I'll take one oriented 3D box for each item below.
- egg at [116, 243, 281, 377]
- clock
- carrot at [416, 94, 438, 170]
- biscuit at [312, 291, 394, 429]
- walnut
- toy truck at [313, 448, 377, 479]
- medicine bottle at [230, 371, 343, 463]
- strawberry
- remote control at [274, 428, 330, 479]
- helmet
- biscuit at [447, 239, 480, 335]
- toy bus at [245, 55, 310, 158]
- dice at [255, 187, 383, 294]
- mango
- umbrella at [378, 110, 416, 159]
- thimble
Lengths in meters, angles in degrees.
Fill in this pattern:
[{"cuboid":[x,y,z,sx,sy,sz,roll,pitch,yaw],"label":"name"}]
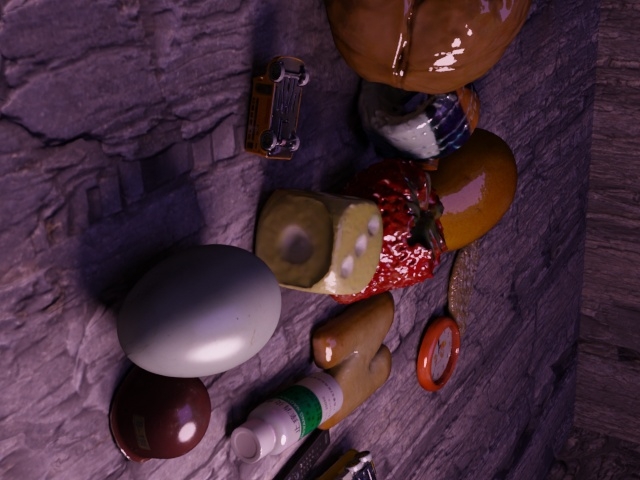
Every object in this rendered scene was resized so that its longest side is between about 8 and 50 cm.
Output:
[{"cuboid":[-0.169,0.101,1.119,0.264,0.183,0.182,-18,115,-48],"label":"egg"},{"cuboid":[0.312,0.300,2.097,0.205,0.051,0.205,-25,120,-52],"label":"clock"},{"cuboid":[0.234,-0.253,1.661,0.061,0.061,0.209,26,73,-58],"label":"carrot"},{"cuboid":[0.076,0.249,1.688,0.291,0.062,0.236,-24,120,-52],"label":"biscuit"},{"cuboid":[0.191,-0.451,1.373,0.308,0.354,0.397,102,12,-75],"label":"walnut"},{"cuboid":[0.041,0.528,1.671,0.227,0.114,0.098,-26,100,-54],"label":"toy truck"},{"cuboid":[-0.060,0.327,1.458,0.260,0.095,0.095,-22,118,-54],"label":"medicine bottle"},{"cuboid":[0.118,-0.017,1.548,0.261,0.258,0.261,33,50,-50],"label":"strawberry"},{"cuboid":[-0.048,0.464,1.588,0.245,0.025,0.063,-41,134,-46],"label":"remote control"},{"cuboid":[-0.220,0.265,1.168,0.155,0.106,0.175,-19,119,-55],"label":"helmet"},{"cuboid":[0.388,0.115,2.174,0.141,0.038,0.289,20,81,-58],"label":"biscuit"},{"cuboid":[-0.074,-0.216,1.277,0.070,0.074,0.162,-3,105,-51],"label":"toy bus"},{"cuboid":[0.000,0.000,1.374,0.169,0.169,0.166,-2,102,-59],"label":"dice"},{"cuboid":[0.296,-0.109,1.789,0.378,0.221,0.263,-30,127,-38],"label":"mango"},{"cuboid":[0.205,-0.245,1.732,0.248,0.071,0.070,-43,134,-47],"label":"umbrella"},{"cuboid":[0.187,-0.270,1.556,0.150,0.237,0.237,41,65,-51],"label":"thimble"}]
